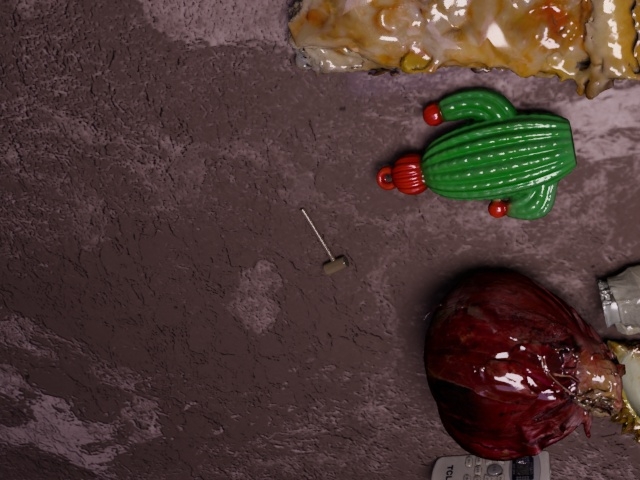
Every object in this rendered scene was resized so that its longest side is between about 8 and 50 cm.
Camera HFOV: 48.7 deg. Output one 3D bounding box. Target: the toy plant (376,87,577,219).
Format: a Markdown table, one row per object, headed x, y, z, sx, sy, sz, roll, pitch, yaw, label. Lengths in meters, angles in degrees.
| x | y | z | sx | sy | sz | roll | pitch | yaw | label |
| --- | --- | --- | --- | --- | --- | --- | --- | --- | --- |
| 0.195 | -0.112 | 0.888 | 0.240 | 0.088 | 0.154 | 17 | 110 | 19 | toy plant |

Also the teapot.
| x | y | z | sx | sy | sz | roll | pitch | yaw | label |
| --- | --- | --- | --- | --- | --- | --- | --- | --- | --- |
| 0.471 | 0.074 | 0.922 | 0.200 | 0.077 | 0.107 | -12 | 134 | 21 | teapot |

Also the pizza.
| x | y | z | sx | sy | sz | roll | pitch | yaw | label |
| --- | --- | --- | --- | --- | --- | --- | --- | --- | --- |
| 0.163 | -0.354 | 0.762 | 0.435 | 0.080 | 0.392 | 4 | 120 | 11 | pizza |

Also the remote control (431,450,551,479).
| x | y | z | sx | sy | sz | roll | pitch | yaw | label |
| --- | --- | --- | --- | --- | --- | --- | --- | --- | --- |
| 0.272 | 0.379 | 1.138 | 0.190 | 0.087 | 0.029 | -10 | 112 | 22 | remote control |

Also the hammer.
| x | y | z | sx | sy | sz | roll | pitch | yaw | label |
| --- | --- | --- | --- | --- | --- | --- | --- | --- | --- |
| 0.000 | 0.000 | 1.042 | 0.035 | 0.019 | 0.110 | -25 | 107 | 26 | hammer |

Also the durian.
| x | y | z | sx | sy | sz | roll | pitch | yaw | label |
| --- | --- | --- | --- | --- | --- | --- | --- | --- | --- |
| 0.483 | 0.233 | 1.007 | 0.252 | 0.144 | 0.139 | 34 | 84 | 3 | durian |

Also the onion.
| x | y | z | sx | sy | sz | roll | pitch | yaw | label |
| --- | --- | --- | --- | --- | --- | --- | --- | --- | --- |
| 0.247 | 0.183 | 0.961 | 0.281 | 0.221 | 0.281 | 17 | 123 | 28 | onion |
